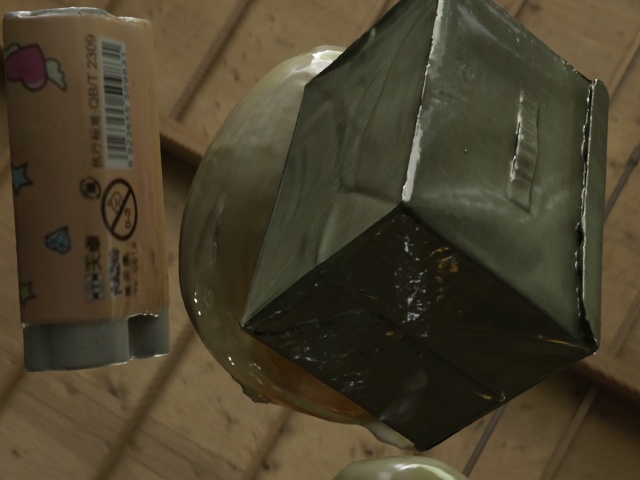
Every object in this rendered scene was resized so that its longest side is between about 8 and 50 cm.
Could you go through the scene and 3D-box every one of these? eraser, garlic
[{"bbox_3d":[-0.191,-0.042,1.221,0.087,0.171,0.290,-4,-90,25],"label":"eraser"},{"bbox_3d":[0.000,0.000,1.180,0.249,0.286,0.313,-10,-72,32],"label":"garlic"}]

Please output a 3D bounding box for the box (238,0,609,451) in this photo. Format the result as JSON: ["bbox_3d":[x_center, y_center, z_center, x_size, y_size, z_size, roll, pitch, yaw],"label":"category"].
[{"bbox_3d":[0.072,-0.024,0.881,0.149,0.155,0.231,35,-138,-21],"label":"box"}]

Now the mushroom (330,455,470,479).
[{"bbox_3d":[0.052,0.213,0.932,0.122,0.154,0.154,-27,-106,-38],"label":"mushroom"}]
